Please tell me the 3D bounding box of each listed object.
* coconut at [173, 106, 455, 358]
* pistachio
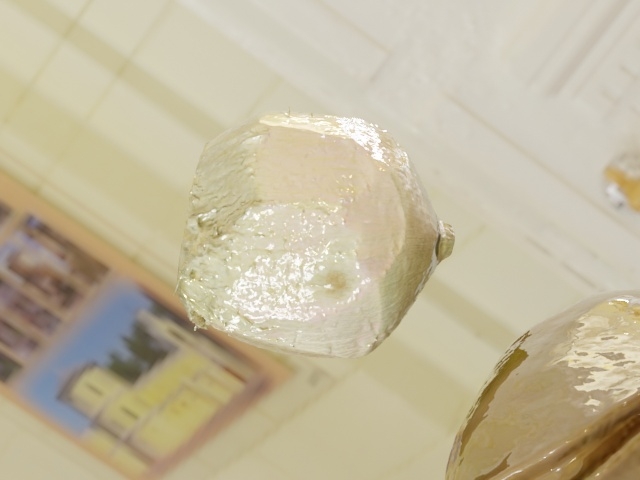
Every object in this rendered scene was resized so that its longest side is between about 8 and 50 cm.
[{"bbox_3d":[0.001,-0.003,1.236,0.194,0.194,0.194,-52,11,14],"label":"coconut"},{"bbox_3d":[0.170,0.110,0.982,0.213,0.163,0.260,-48,-11,19],"label":"pistachio"}]
